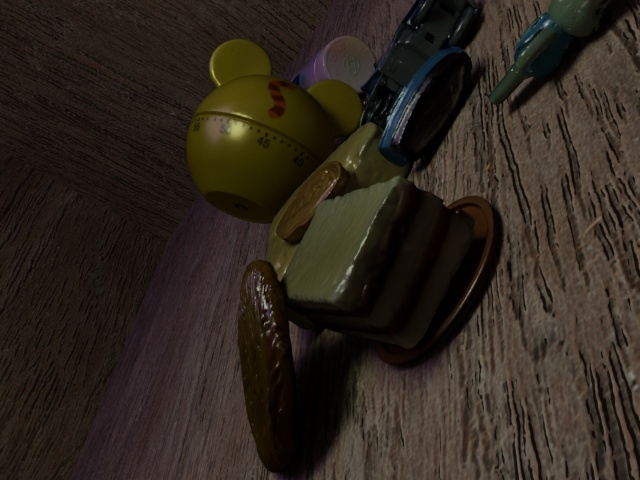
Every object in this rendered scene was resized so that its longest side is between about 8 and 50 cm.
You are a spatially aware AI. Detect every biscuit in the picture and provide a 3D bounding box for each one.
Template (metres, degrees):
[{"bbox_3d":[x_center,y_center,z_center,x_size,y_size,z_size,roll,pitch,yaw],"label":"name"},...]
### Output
[{"bbox_3d":[-0.085,0.186,1.142,0.318,0.040,0.318,177,90,-76],"label":"biscuit"},{"bbox_3d":[-0.017,-0.069,1.316,0.220,0.029,0.142,-36,28,53],"label":"biscuit"}]

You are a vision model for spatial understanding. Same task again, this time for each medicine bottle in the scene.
[{"bbox_3d":[0.028,-0.407,1.938,0.152,0.152,0.254,-64,16,-17],"label":"medicine bottle"}]

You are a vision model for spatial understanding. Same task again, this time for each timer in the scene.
[{"bbox_3d":[-0.119,-0.243,1.743,0.376,0.376,0.387,-18,50,67],"label":"timer"}]

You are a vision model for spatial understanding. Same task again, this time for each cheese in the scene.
[{"bbox_3d":[0.001,0.000,1.382,0.384,0.104,0.384,-52,17,22],"label":"cheese"}]

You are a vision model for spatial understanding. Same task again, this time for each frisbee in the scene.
[{"bbox_3d":[0.148,0.052,1.000,0.251,0.021,0.251,-53,18,25],"label":"frisbee"}]

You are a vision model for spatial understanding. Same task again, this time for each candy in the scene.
[{"bbox_3d":[0.060,0.034,1.029,0.179,0.135,0.320,-63,14,-12],"label":"candy"}]

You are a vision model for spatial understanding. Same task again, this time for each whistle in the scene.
[{"bbox_3d":[0.305,-0.266,1.002,0.114,0.077,0.236,-35,-14,-49],"label":"whistle"}]

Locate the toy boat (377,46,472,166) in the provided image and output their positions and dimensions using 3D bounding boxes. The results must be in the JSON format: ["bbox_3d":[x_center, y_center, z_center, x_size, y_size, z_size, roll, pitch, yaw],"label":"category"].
[{"bbox_3d":[0.175,-0.228,1.276,0.223,0.100,0.097,-58,30,0],"label":"toy boat"}]

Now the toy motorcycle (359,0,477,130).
[{"bbox_3d":[0.173,-0.339,1.457,0.358,0.125,0.212,-59,8,-5],"label":"toy motorcycle"}]
